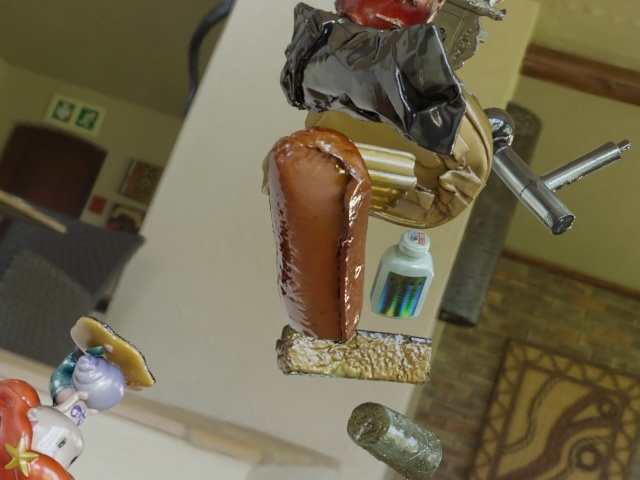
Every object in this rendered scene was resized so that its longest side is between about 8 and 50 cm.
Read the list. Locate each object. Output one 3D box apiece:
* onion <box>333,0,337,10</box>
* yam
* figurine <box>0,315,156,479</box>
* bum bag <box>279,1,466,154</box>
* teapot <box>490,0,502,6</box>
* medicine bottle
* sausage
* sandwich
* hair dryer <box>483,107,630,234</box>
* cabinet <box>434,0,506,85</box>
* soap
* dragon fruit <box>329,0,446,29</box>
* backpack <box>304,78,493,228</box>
[{"bbox_3d":[0.139,-0.633,2.413,0.098,0.206,0.151,52,10,-20],"label":"onion"},{"bbox_3d":[0.139,0.359,1.665,0.183,0.107,0.107,34,-17,-28],"label":"yam"},{"bbox_3d":[-0.392,0.257,1.377,0.208,0.257,0.181,37,-34,2],"label":"figurine"},{"bbox_3d":[0.052,-0.199,1.098,0.095,0.143,0.340,-17,25,-28],"label":"bum bag"},{"bbox_3d":[0.354,-0.636,2.301,0.246,0.159,0.116,15,8,-8],"label":"teapot"},{"bbox_3d":[0.190,0.077,2.117,0.121,0.083,0.228,8,-47,-5],"label":"medicine bottle"},{"bbox_3d":[0.000,0.000,0.981,0.102,0.102,0.330,18,-34,13],"label":"sausage"},{"bbox_3d":[0.053,0.216,1.785,0.273,0.095,0.249,6,-6,-6],"label":"sandwich"},{"bbox_3d":[0.497,-0.167,2.052,0.320,0.284,0.155,46,-35,32],"label":"hair dryer"},{"bbox_3d":[0.244,-0.535,2.067,0.318,0.227,0.290,26,-30,1],"label":"cabinet"},{"bbox_3d":[0.028,-0.112,1.572,0.232,0.073,0.140,8,-25,-18],"label":"soap"},{"bbox_3d":[0.125,-0.310,1.180,0.246,0.125,0.125,-9,3,26],"label":"dragon fruit"},{"bbox_3d":[0.150,-0.194,1.831,0.378,0.353,0.201,44,28,-1],"label":"backpack"}]
